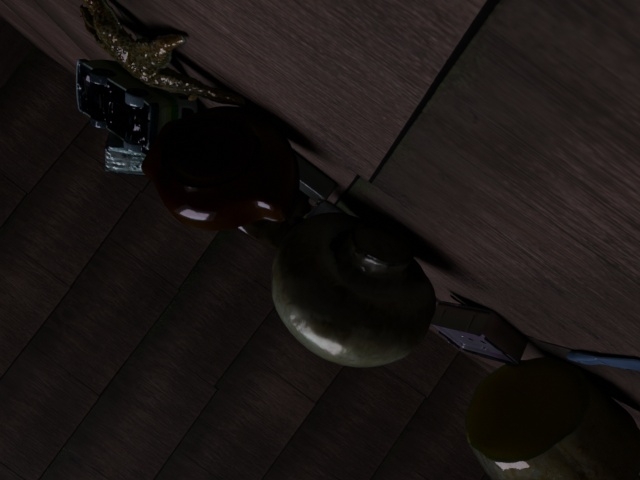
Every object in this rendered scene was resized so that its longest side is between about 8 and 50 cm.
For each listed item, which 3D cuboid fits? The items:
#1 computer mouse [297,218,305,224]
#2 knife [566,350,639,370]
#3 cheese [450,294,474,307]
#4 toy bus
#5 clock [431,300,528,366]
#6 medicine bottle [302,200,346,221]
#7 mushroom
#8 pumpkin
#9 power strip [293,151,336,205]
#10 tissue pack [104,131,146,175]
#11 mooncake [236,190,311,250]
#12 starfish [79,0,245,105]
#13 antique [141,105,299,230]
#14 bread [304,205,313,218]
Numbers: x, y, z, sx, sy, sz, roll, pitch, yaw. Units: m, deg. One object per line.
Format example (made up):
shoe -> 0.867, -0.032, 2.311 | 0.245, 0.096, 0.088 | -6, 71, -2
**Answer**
computer mouse -> -0.086, -0.030, 1.689 | 0.269, 0.100, 0.170 | 11, -163, -45
knife -> 0.466, 0.198, 0.899 | 0.045, 0.019, 0.313 | 27, 174, 9
cheese -> 0.362, 0.165, 1.349 | 0.111, 0.017, 0.047 | 34, 172, 22
toy bus -> -0.410, -0.304, 1.242 | 0.276, 0.133, 0.165 | 34, -143, 27
clock -> 0.364, 0.214, 1.302 | 0.147, 0.071, 0.192 | 37, 165, -23
medicine bottle -> 0.000, 0.000, 1.366 | 0.135, 0.168, 0.135 | 35, 175, 3
mushroom -> 0.067, 0.087, 1.111 | 0.352, 0.260, 0.352 | 15, -143, -11
pumpkin -> 0.478, 0.396, 1.181 | 0.199, 0.332, 0.332 | 52, 169, -27
power strip -> -0.080, -0.147, 1.102 | 0.216, 0.061, 0.145 | 37, 175, -8
tissue pack -> -0.407, -0.243, 1.346 | 0.185, 0.081, 0.257 | 2, -146, -12
mooncake -> -0.189, -0.123, 1.426 | 0.324, 0.187, 0.324 | 34, 178, 2
starfish -> -0.297, -0.318, 0.930 | 0.347, 0.078, 0.358 | 40, 174, -22
antique -> -0.167, -0.122, 0.935 | 0.278, 0.223, 0.129 | 23, 166, 18
bread -> -0.064, -0.095, 1.636 | 0.072, 0.053, 0.106 | 12, -172, -22
